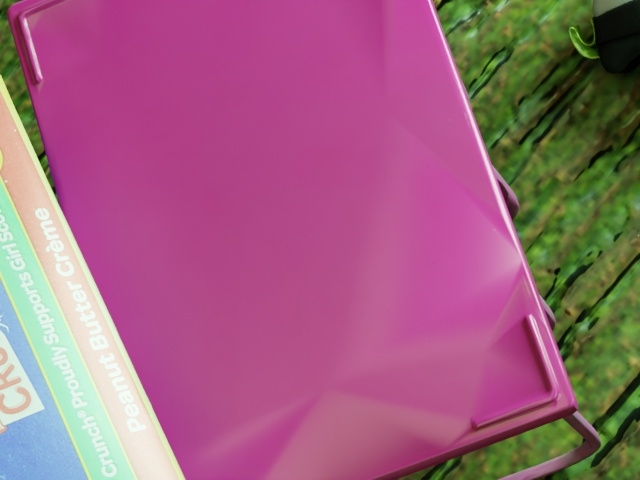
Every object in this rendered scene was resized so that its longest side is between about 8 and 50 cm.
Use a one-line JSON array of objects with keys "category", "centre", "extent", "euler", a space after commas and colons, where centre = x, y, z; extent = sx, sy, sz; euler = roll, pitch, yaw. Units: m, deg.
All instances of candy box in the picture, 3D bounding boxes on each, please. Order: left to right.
[{"category": "candy box", "centre": [-0.183, 0.116, 0.942], "extent": [0.122, 0.317, 0.268], "euler": [-15, 67, -25]}]

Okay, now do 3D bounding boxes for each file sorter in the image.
[{"category": "file sorter", "centre": [0.000, 0.000, 0.989], "extent": [0.202, 0.182, 0.291], "euler": [-21, 70, 10]}]

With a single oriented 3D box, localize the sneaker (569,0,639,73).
[{"category": "sneaker", "centre": [0.249, -0.105, 1.012], "extent": [0.234, 0.084, 0.097], "euler": [13, 103, 21]}]
